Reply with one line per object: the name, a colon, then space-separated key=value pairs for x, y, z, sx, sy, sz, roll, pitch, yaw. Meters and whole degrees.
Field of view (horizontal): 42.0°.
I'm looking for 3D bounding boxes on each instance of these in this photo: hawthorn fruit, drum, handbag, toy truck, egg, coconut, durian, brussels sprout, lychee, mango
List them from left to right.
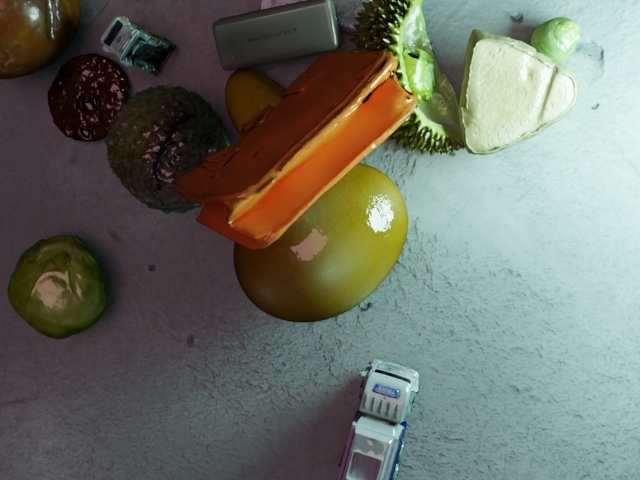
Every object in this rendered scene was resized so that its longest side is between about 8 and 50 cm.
hawthorn fruit: x=-0.649 y=-0.444 z=1.700 sx=0.298 sy=0.277 sz=0.277 roll=-42 pitch=85 yaw=22
brussels sprout: x=-0.549 y=0.099 z=1.761 sx=0.223 sy=0.161 sz=0.223 roll=1 pitch=93 yaw=19
toy truck: x=-0.379 y=-0.401 z=1.681 sx=0.115 sy=0.178 sz=0.080 roll=39 pitch=100 yaw=8
lychee: x=-0.303 y=-0.179 z=1.641 sx=0.274 sy=0.255 sz=0.255 roll=5 pitch=95 yaw=24
mango: x=-0.115 y=-0.263 z=1.678 sx=0.137 sy=0.098 sz=0.195 roll=-35 pitch=80 yaw=16
handbag: x=-0.047 y=-0.177 z=1.473 sx=0.410 sy=0.303 sz=0.116 roll=-44 pitch=118 yaw=-14
drum: x=-0.006 y=-0.426 z=1.665 sx=0.253 sy=0.049 sz=0.130 roll=32 pitch=100 yaw=4
egg: x=0.000 y=0.000 z=1.575 sx=0.351 sy=0.282 sz=0.282 roll=-31 pitch=87 yaw=8
toy truck: x=0.109 y=0.382 z=1.645 sx=0.124 sy=0.155 sz=0.268 roll=15 pitch=97 yaw=11
durian: x=0.162 y=-0.325 z=1.608 sx=0.169 sy=0.157 sz=0.355 roll=-21 pitch=102 yaw=-22
coconut: x=0.437 y=-0.372 z=1.557 sx=0.088 sy=0.096 sz=0.088 roll=3 pitch=80 yaw=-17

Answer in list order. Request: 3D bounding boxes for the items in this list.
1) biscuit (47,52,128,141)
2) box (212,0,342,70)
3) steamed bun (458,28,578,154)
biscuit: x=-0.496 y=-0.305 z=1.779 sx=0.192 sy=0.049 sz=0.192 roll=0 pitch=90 yaw=13
box: x=-0.085 y=-0.403 z=1.628 sx=0.243 sy=0.055 sz=0.103 roll=-7 pitch=107 yaw=16
steamed bun: x=0.369 y=-0.275 z=1.568 sx=0.212 sy=0.110 sz=0.231 roll=6 pitch=113 yaw=4
